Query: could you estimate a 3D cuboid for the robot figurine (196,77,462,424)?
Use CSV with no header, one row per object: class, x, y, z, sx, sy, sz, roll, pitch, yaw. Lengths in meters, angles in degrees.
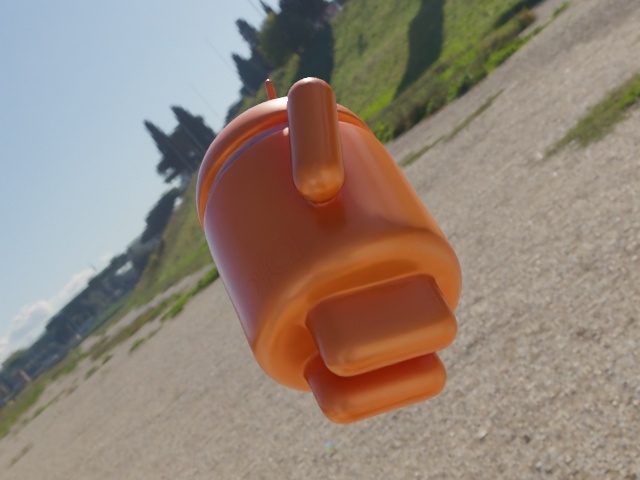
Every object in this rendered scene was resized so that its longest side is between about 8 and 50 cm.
robot figurine,0.001,-0.002,0.518,0.128,0.158,0.219,-40,47,12
